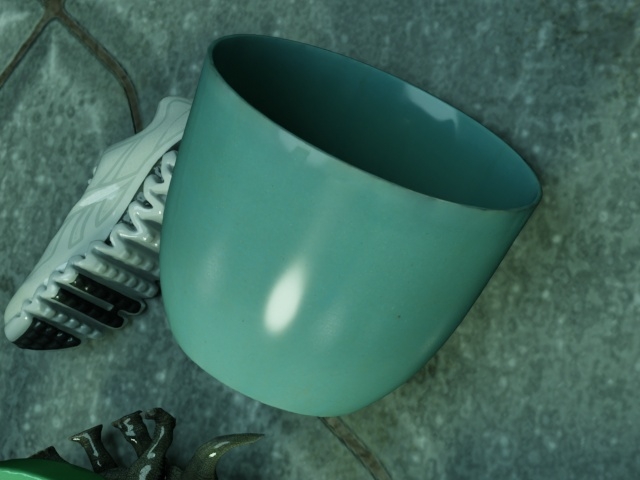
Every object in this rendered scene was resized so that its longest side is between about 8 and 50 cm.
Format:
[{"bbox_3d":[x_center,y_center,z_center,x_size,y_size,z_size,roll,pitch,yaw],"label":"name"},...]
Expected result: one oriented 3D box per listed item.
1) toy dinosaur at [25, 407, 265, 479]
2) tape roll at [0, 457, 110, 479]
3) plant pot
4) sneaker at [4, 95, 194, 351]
[{"bbox_3d":[-0.167,0.240,1.670,0.313,0.121,0.160,-21,89,17],"label":"toy dinosaur"},{"bbox_3d":[-0.261,0.351,1.603,0.321,0.077,0.321,0,90,20],"label":"tape roll"},{"bbox_3d":[0.000,0.000,1.525,0.293,0.293,0.235,38,115,32],"label":"plant pot"},{"bbox_3d":[-0.191,-0.014,1.745,0.292,0.110,0.118,-44,52,5],"label":"sneaker"}]
